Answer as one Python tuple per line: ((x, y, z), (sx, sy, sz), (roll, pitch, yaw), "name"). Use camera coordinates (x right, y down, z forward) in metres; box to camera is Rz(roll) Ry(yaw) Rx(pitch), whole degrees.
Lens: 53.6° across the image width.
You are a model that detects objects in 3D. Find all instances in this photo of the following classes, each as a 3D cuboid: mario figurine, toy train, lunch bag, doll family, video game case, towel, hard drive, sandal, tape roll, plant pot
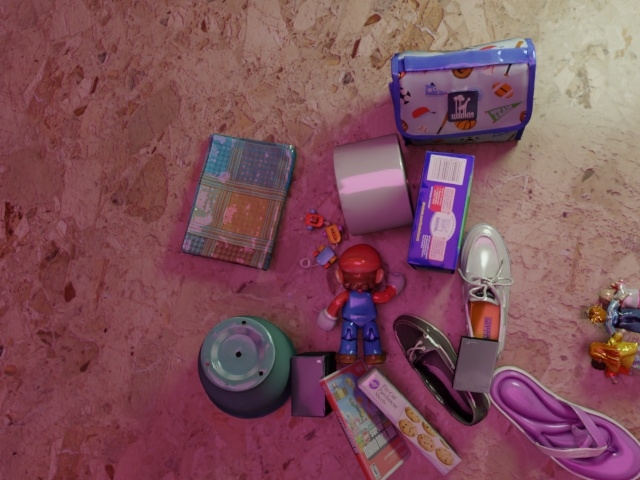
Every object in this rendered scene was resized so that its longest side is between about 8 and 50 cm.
((0.111, 0.168, 1.690), (0.170, 0.198, 0.320), (-15, 68, 54), "mario figurine")
((0.000, 0.000, 1.769), (0.125, 0.046, 0.166), (5, 82, 14), "toy train")
((0.345, -0.363, 1.557), (0.328, 0.385, 0.238), (-2, 84, 11), "lunch bag")
((0.739, 0.223, 1.549), (0.163, 0.118, 0.262), (7, 86, 13), "doll family")
((0.117, 0.457, 1.619), (0.025, 0.204, 0.285), (-34, 78, 30), "video game case")
((-0.234, -0.118, 1.812), (0.272, 0.040, 0.370), (11, 81, 13), "towel")
((0.379, 0.304, 1.550), (0.094, 0.022, 0.135), (7, 100, -4), "hard drive")
((0.594, 0.468, 1.562), (0.416, 0.102, 0.169), (29, 91, 15), "sandal")
((0.143, -0.144, 1.650), (0.169, 0.246, 0.246), (-12, 82, 11), "tape roll")
((-0.197, 0.310, 1.635), (0.272, 0.255, 0.271), (0, 70, 1), "plant pot")

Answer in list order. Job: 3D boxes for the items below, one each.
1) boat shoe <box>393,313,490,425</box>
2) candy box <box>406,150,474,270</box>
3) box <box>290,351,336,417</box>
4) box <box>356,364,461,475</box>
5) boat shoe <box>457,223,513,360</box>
((0.301, 0.328, 1.626), (0.335, 0.095, 0.112), (49, 120, 15), "boat shoe")
((0.300, -0.055, 1.570), (0.122, 0.317, 0.268), (10, 88, 11), "candy box")
((-0.016, 0.376, 1.674), (0.093, 0.158, 0.155), (-2, 83, 12), "box")
((0.226, 0.461, 1.623), (0.067, 0.063, 0.324), (-43, 93, 2), "box")
((0.415, 0.134, 1.608), (0.136, 0.156, 0.366), (3, 85, 12), "boat shoe")
